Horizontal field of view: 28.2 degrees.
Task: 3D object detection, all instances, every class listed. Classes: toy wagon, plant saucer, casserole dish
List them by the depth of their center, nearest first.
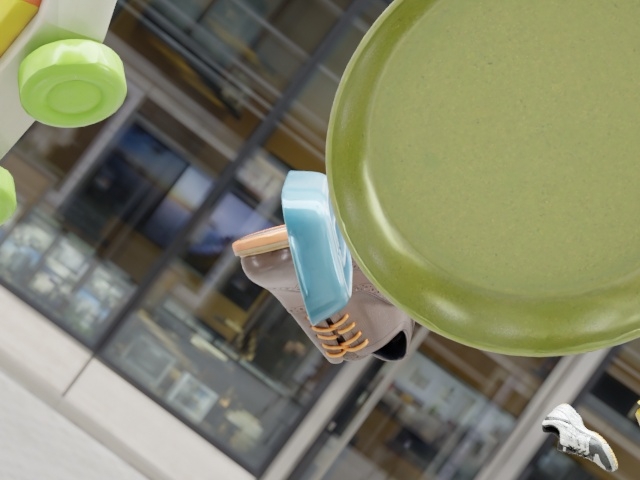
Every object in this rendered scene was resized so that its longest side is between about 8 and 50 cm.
[{"bbox_3d":[0.123,-0.050,0.673,0.241,0.241,0.037,38,20,-17],"label":"plant saucer"},{"bbox_3d":[-0.222,-0.137,0.787,0.068,0.344,0.267,16,49,-39],"label":"toy wagon"},{"bbox_3d":[0.000,0.000,1.055,0.188,0.037,0.114,-77,153,-78],"label":"casserole dish"}]

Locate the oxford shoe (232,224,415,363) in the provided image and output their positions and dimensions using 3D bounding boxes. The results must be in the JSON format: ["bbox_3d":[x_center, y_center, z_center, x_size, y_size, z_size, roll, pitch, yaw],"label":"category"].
[{"bbox_3d":[0.025,0.059,1.370,0.130,0.132,0.364,-14,-15,25],"label":"oxford shoe"}]

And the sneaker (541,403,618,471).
[{"bbox_3d":[0.243,0.193,1.202,0.083,0.037,0.032,45,-20,37],"label":"sneaker"}]

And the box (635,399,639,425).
[{"bbox_3d":[0.365,0.139,0.851,0.079,0.257,0.322,45,-8,47],"label":"box"}]
